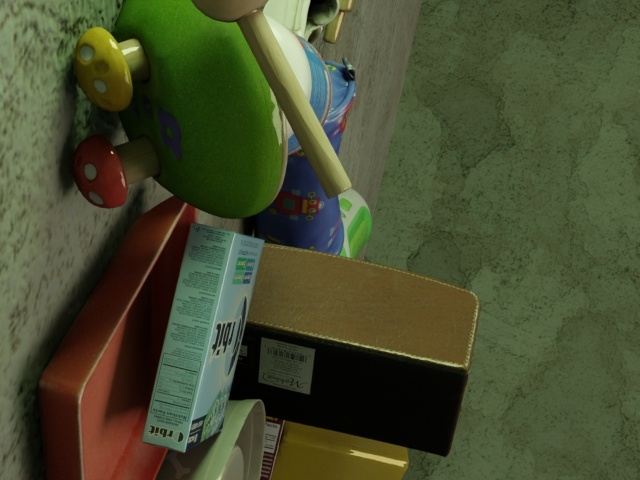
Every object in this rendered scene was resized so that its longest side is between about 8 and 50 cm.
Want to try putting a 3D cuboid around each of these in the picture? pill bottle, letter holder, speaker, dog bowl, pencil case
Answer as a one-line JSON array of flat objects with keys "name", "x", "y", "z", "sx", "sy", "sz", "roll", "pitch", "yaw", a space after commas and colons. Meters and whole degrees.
[{"name": "pill bottle", "x": -0.063, "y": -0.130, "z": 0.976, "sx": 0.221, "sy": 0.124, "sz": 0.124, "roll": -33, "pitch": 134, "yaw": -82}, {"name": "letter holder", "x": 0.024, "y": 0.086, "z": 1.313, "sx": 0.214, "sy": 0.301, "sz": 0.152, "roll": -71, "pitch": 170, "yaw": -45}, {"name": "speaker", "x": 0.000, "y": 0.000, "z": 1.707, "sx": 0.296, "sy": 0.131, "sz": 0.131, "roll": -55, "pitch": 156, "yaw": -72}, {"name": "dog bowl", "x": -0.147, "y": 0.321, "z": 1.166, "sx": 0.349, "sy": 0.102, "sz": 0.349, "roll": 12, "pitch": 90, "yaw": -83}, {"name": "pencil case", "x": -0.024, "y": -0.091, "z": 1.384, "sx": 0.306, "sy": 0.119, "sz": 0.133, "roll": 93, "pitch": 3, "yaw": -52}]

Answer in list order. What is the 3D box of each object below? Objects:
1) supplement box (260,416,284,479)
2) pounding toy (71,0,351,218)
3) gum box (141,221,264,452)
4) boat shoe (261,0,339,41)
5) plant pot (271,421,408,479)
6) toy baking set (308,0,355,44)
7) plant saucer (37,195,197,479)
[{"name": "supplement box", "x": -0.109, "y": 0.292, "z": 1.406, "sx": 0.130, "sy": 0.073, "sz": 0.239, "roll": 160, "pitch": -55, "yaw": -74}, {"name": "pounding toy", "x": -0.102, "y": -0.088, "z": 0.745, "sx": 0.237, "sy": 0.110, "sz": 0.183, "roll": -2, "pitch": -72, "yaw": 62}, {"name": "gum box", "x": -0.098, "y": 0.081, "z": 1.012, "sx": 0.157, "sy": 0.041, "sz": 0.184, "roll": 23, "pitch": 80, "yaw": -83}, {"name": "boat shoe", "x": -0.020, "y": -0.264, "z": 1.231, "sx": 0.267, "sy": 0.088, "sz": 0.096, "roll": -69, "pitch": 169, "yaw": -51}, {"name": "plant pot", "x": 0.000, "y": 0.274, "z": 1.536, "sx": 0.212, "sy": 0.187, "sz": 0.212, "roll": -94, "pitch": -156, "yaw": -53}, {"name": "toy baking set", "x": 0.010, "y": -0.306, "z": 1.363, "sx": 0.197, "sy": 0.030, "sz": 0.256, "roll": -132, "pitch": -127, "yaw": -70}, {"name": "plant saucer", "x": -0.162, "y": 0.122, "z": 0.936, "sx": 0.258, "sy": 0.047, "sz": 0.259, "roll": -69, "pitch": 170, "yaw": -51}]
